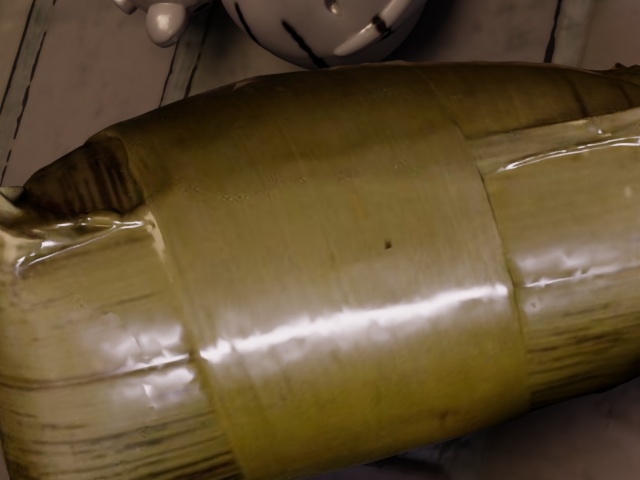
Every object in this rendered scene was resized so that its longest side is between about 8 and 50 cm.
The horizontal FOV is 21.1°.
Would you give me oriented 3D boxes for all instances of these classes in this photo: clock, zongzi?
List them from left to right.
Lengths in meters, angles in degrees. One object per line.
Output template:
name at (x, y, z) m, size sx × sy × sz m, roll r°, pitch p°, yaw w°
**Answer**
clock at (-0.029, -0.126, 0.761) m, size 0.117 × 0.080 × 0.176 m, roll -51°, pitch 53°, yaw 5°
zongzi at (0.000, 0.000, 0.693) m, size 0.274 × 0.300 × 0.145 m, roll -13°, pitch 98°, yaw -8°
